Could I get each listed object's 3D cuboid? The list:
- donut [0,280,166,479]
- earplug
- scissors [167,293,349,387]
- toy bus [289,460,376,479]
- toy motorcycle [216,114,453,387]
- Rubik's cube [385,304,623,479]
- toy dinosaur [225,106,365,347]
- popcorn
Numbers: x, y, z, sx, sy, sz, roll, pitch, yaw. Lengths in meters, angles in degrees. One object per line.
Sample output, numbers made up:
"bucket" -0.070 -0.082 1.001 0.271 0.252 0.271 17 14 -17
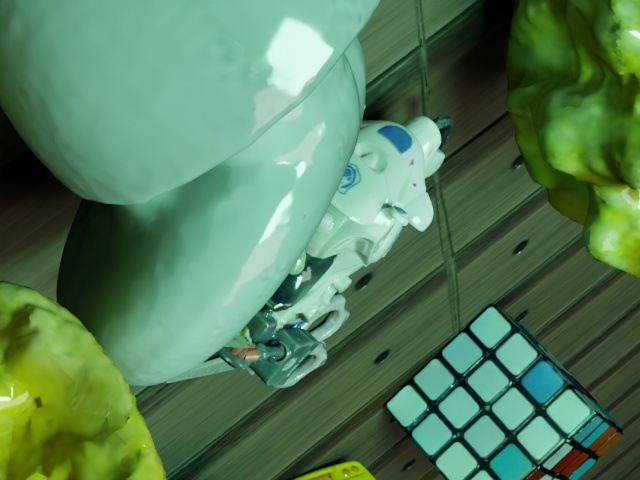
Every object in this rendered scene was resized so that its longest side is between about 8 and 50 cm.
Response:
"donut" -0.287 0.143 0.581 0.378 0.163 0.435 -36 150 31
"earplug" -0.067 -0.068 0.633 0.325 0.175 0.214 101 5 -58
"scissors" -0.051 0.089 1.085 0.189 0.015 0.100 -9 138 -47
"toy bus" -0.023 0.380 1.432 0.144 0.152 0.330 -12 140 -38
"toy motorcycle" 0.000 0.000 0.917 0.221 0.102 0.150 -49 167 14
"Rubik's cube" 0.183 0.179 1.404 0.155 0.154 0.151 -45 154 6
"toy dinosaur" -0.072 -0.006 0.819 0.212 0.142 0.057 -15 140 38
"popcorn" 0.247 -0.111 0.888 0.282 0.247 0.282 -7 144 -5
